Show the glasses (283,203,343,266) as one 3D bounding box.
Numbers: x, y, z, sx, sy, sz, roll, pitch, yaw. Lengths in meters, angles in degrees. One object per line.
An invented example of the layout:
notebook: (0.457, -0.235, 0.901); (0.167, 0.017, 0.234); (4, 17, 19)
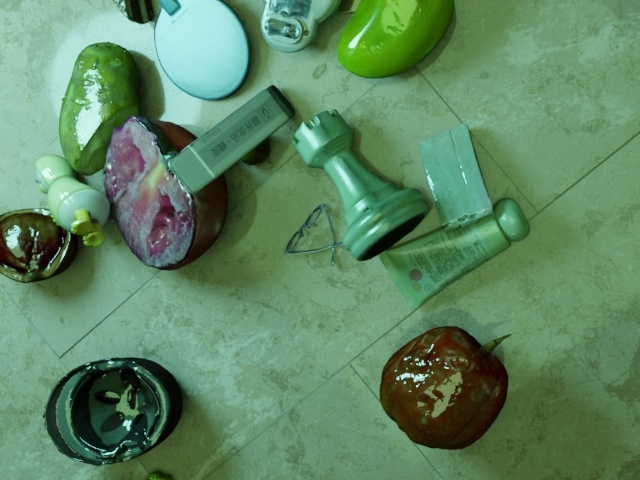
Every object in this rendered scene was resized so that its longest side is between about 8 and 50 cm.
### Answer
glasses: (0.000, 0.000, 1.860); (0.104, 0.062, 0.140); (34, 100, -16)

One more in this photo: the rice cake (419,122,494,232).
rice cake: (0.281, -0.128, 1.751); (0.124, 0.038, 0.211); (-22, 67, 12)

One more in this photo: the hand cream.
hand cream: (0.289, 0.020, 1.775); (0.306, 0.093, 0.147); (-30, 105, 12)

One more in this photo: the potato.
potato: (-0.485, -0.289, 1.864); (0.176, 0.141, 0.298); (14, 94, 32)

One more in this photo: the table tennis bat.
table tennis bat: (-0.283, -0.458, 1.848); (0.215, 0.044, 0.329); (-35, 94, 23)

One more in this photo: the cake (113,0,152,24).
cake: (-0.465, -0.587, 1.857); (0.135, 0.112, 0.246); (-6, 101, 22)

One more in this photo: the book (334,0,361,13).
book: (0.039, -0.545, 1.816); (0.172, 0.012, 0.118); (-4, 95, 11)

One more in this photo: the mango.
mango: (0.162, -0.447, 1.733); (0.185, 0.149, 0.273); (29, 105, 0)

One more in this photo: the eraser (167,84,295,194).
eraser: (-0.175, -0.214, 1.745); (0.089, 0.061, 0.352); (51, 58, -8)

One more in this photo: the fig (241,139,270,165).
fig: (-0.148, -0.209, 1.849); (0.074, 0.074, 0.088); (-10, 66, 11)

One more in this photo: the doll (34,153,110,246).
doll: (-0.562, -0.099, 1.873); (0.117, 0.141, 0.296); (-48, 53, -6)

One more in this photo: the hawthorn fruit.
hawthorn fruit: (0.249, 0.301, 1.733); (0.258, 0.258, 0.262); (35, 128, 6)

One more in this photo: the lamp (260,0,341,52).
lamp: (-0.043, -0.515, 1.773); (0.179, 0.108, 0.246); (20, 103, 14)

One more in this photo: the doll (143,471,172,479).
doll: (-0.383, 0.716, 1.963); (0.346, 0.099, 0.341); (32, 87, 2)

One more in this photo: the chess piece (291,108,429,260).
chess piece: (0.069, -0.124, 1.769); (0.194, 0.194, 0.299); (-38, 78, 11)

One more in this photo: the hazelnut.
hazelnut: (-0.646, 0.007, 1.911); (0.201, 0.160, 0.170); (-15, 91, 17)

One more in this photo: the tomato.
tomato: (-0.327, -0.110, 1.839); (0.335, 0.176, 0.289); (56, 131, 12)

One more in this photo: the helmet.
helmet: (-0.442, 0.370, 1.895); (0.305, 0.177, 0.225); (-10, 87, 18)
